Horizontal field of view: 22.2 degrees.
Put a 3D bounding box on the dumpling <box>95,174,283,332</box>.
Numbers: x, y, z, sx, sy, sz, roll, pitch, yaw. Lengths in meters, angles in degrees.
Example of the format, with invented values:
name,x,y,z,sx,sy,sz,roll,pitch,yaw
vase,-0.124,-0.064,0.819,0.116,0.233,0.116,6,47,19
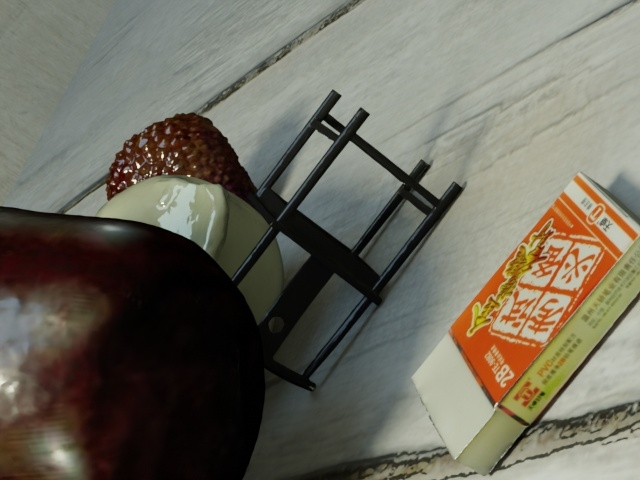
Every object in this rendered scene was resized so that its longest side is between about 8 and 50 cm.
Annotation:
name,x,y,z,sx,sy,sz,roll,pitch,yaw
dumpling,-0.177,0.092,1.818,0.395,0.233,0.315,129,166,-73

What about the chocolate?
name,x,y,z,sx,sy,sz,roll,pitch,yaw
chocolate,-0.213,0.138,1.490,0.331,0.383,0.383,-1,43,15

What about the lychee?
name,x,y,z,sx,sy,sz,roll,pitch,yaw
lychee,-0.181,-0.063,2.079,0.188,0.188,0.188,-47,21,24

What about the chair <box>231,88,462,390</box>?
name,x,y,z,sx,sy,sz,roll,pitch,yaw
chair,0.000,0.000,1.649,0.260,0.154,0.141,-52,19,3

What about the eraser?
name,x,y,z,sx,sy,sz,roll,pitch,yaw
eraser,0.170,0.063,1.300,0.230,0.038,0.157,-52,20,10
